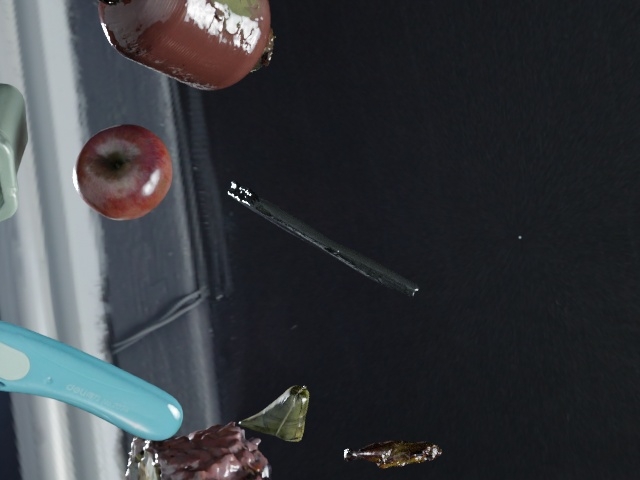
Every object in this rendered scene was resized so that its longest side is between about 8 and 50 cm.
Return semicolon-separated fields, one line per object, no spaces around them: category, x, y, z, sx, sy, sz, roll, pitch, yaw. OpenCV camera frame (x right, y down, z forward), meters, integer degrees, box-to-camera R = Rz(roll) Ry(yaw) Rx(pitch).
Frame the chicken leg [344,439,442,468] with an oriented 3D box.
chicken leg;0.098;0.292;1.321;0.145;0.062;0.037;1;-103;-13

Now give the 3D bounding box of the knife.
knife;-0.216;0.119;0.821;0.222;0.031;0.064;28;-75;-26

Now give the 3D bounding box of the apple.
apple;-0.304;-0.104;1.503;0.153;0.120;0.153;-4;-111;10

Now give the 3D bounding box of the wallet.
wallet;0.000;-0.001;1.384;0.285;0.146;0.030;30;-89;-22

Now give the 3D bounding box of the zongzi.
zongzi;-0.058;0.209;1.207;0.083;0.040;0.076;14;-64;10

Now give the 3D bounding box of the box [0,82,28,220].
box;-0.604;-0.160;1.484;0.312;0.182;0.175;7;-48;-3

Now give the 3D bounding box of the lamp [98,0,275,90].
lamp;-0.172;-0.295;1.224;0.180;0.258;0.180;-19;-119;40

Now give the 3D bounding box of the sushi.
sushi;-0.158;0.378;1.303;0.236;0.171;0.270;-2;-85;56
